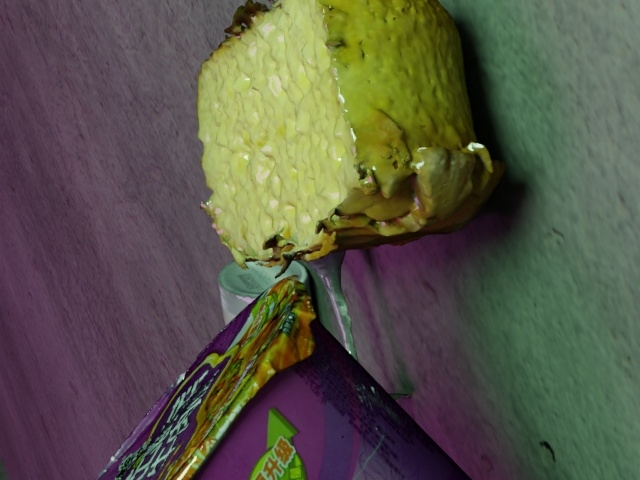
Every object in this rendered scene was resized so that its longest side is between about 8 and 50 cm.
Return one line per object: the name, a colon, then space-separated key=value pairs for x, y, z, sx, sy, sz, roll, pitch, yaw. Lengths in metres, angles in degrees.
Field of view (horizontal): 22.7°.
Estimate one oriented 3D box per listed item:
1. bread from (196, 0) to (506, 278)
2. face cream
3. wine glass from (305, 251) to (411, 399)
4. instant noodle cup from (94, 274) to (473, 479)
bread: x=0.022 y=-0.066 z=0.958 sx=0.260 sy=0.147 sz=0.160 roll=146 pitch=114 yaw=-69
face cream: x=-0.030 y=0.148 z=1.346 sx=0.107 sy=0.073 sz=0.269 roll=-129 pitch=28 yaw=-61
wine glass: x=0.000 y=0.000 z=1.163 sx=0.074 sy=0.074 sz=0.262 roll=168 pitch=88 yaw=-69
instant noodle cup: x=-0.020 y=0.173 z=0.895 sx=0.190 sy=0.251 sz=0.251 roll=40 pitch=161 yaw=-8
